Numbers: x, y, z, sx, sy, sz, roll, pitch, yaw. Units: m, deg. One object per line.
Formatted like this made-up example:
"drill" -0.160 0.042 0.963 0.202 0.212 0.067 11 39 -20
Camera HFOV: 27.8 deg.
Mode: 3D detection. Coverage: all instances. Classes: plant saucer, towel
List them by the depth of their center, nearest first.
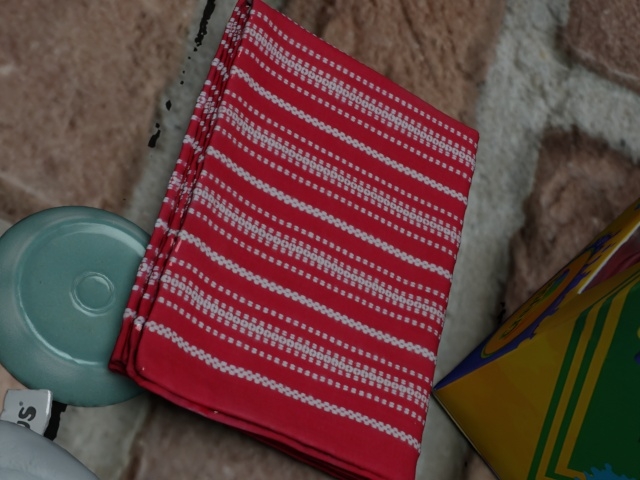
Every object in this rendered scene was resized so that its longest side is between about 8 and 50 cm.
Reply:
"plant saucer" -0.127 0.031 0.713 0.119 0.021 0.119 10 63 -21
"towel" 0.000 0.000 0.772 0.198 0.031 0.275 28 57 -22

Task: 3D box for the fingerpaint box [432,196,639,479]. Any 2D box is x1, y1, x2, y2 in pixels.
"fingerpaint box" 0.331 -0.026 0.756 0.444 0.371 0.163 -37 88 -33

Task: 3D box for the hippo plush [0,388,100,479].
"hippo plush" -0.116 0.166 0.524 0.234 0.236 0.294 14 62 -20
